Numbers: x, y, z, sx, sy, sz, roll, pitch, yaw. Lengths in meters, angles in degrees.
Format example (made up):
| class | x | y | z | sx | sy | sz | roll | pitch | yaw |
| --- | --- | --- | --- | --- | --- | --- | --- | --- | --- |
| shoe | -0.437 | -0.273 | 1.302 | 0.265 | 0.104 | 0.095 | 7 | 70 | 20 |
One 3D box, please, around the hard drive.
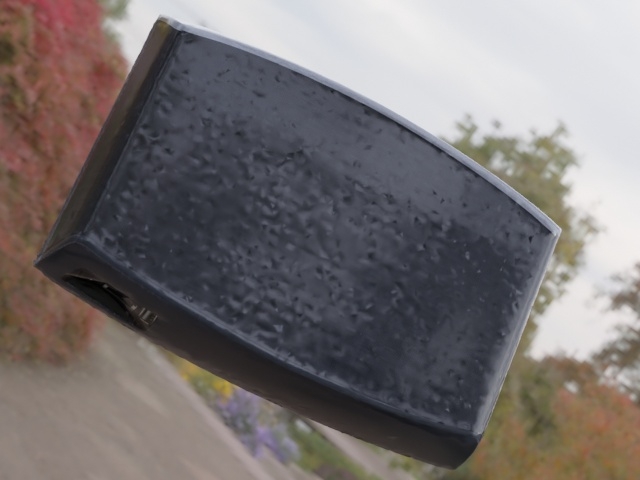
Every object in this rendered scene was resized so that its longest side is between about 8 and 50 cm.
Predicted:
| class | x | y | z | sx | sy | sz | roll | pitch | yaw |
| --- | --- | --- | --- | --- | --- | --- | --- | --- | --- |
| hard drive | 0.000 | 0.000 | 0.696 | 0.255 | 0.172 | 0.054 | 28 | -15 | -13 |
